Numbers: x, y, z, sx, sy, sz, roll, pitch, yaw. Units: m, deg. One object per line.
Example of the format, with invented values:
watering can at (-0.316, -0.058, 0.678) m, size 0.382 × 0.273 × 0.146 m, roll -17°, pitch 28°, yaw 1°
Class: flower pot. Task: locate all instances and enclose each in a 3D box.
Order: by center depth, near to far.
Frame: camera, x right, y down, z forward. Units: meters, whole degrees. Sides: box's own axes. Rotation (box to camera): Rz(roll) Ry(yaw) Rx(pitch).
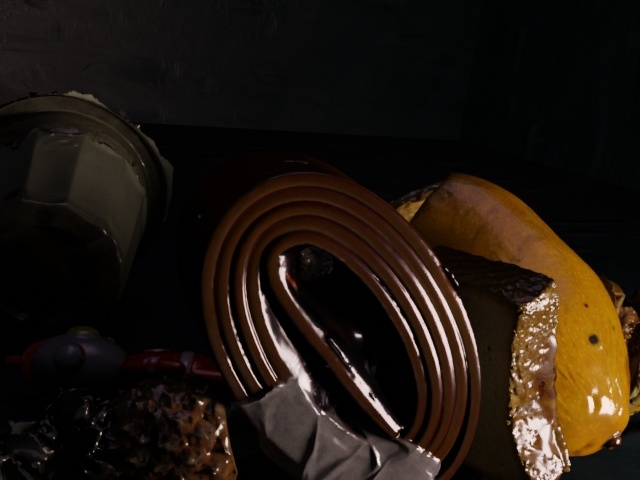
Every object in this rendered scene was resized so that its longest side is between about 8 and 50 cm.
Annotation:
flower pot at (-0.327, -0.018, 1.294) m, size 0.290 × 0.290 × 0.259 m, roll 6°, pitch 23°, yaw -10°

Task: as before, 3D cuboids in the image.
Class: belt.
belt at (0.011, 0.082, 0.927) m, size 0.217 × 0.339 × 0.122 m, roll -34°, pitch 23°, yaw -6°

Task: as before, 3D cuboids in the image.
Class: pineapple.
pineapple at (-0.191, 0.171, 0.876) m, size 0.237 × 0.111 × 0.119 m, roll -3°, pitch -15°, yaw -11°

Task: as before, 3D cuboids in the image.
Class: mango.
mango at (0.223, 0.072, 1.164) m, size 0.187 × 0.144 × 0.359 m, roll -13°, pitch 62°, yaw -17°

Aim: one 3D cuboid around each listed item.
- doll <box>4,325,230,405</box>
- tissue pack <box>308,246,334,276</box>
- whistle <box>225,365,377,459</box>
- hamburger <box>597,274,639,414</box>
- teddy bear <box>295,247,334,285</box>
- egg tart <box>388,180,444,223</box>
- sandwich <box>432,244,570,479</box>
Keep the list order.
doll at (-0.197, 0.134, 1.064) m, size 0.245 × 0.076 × 0.142 m, roll 8°, pitch -19°, yaw 1°
tissue pack at (0.000, 0.000, 1.796) m, size 0.173 × 0.073 × 0.235 m, roll 18°, pitch 16°, yaw 32°
whistle at (-0.002, 0.170, 1.076) m, size 0.312 × 0.062 × 0.062 m, roll -5°, pitch 18°, yaw -44°
hamburger at (0.360, 0.126, 1.278) m, size 0.113 × 0.185 × 0.177 m, roll 4°, pitch 57°, yaw 1°
teddy bear at (-0.033, 0.063, 1.516) m, size 0.119 × 0.078 × 0.160 m, roll 21°, pitch -15°, yaw -23°
egg tart at (0.176, 0.034, 1.445) m, size 0.288 × 0.288 × 0.118 m, roll 5°, pitch 50°, yaw -13°
sandwich at (0.157, 0.121, 1.034) m, size 0.065 × 0.215 × 0.186 m, roll -22°, pitch 27°, yaw -33°
